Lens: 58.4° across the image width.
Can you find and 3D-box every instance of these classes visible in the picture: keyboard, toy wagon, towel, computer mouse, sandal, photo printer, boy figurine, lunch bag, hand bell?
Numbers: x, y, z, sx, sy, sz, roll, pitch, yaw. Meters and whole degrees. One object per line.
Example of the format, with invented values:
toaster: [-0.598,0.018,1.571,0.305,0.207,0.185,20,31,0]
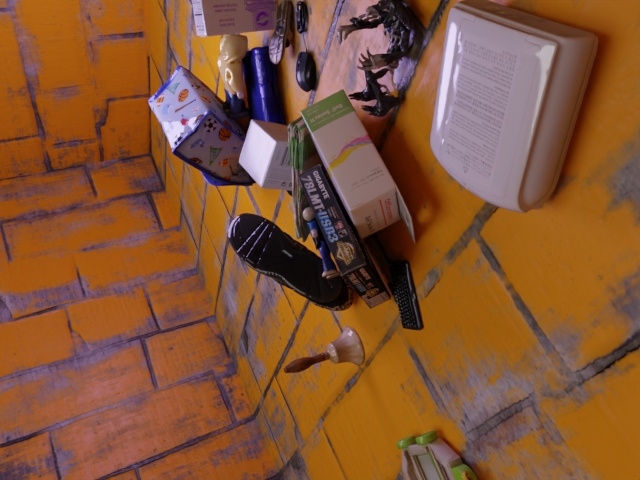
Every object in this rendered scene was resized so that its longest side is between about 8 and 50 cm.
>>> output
keyboard: [0.206,0.138,1.456,0.108,0.023,0.180,-3,100,65]
toy wagon: [0.315,0.619,1.447,0.267,0.068,0.344,67,154,16]
towel: [-0.018,-0.189,1.544,0.038,0.248,0.325,8,120,19]
computer mouse: [-0.053,-0.536,1.596,0.071,0.041,0.242,26,126,60]
sandal: [-0.105,-0.603,1.670,0.072,0.049,0.180,40,124,44]
photo printer: [0.299,-0.213,0.951,0.256,0.107,0.307,47,144,47]
boy figurine: [-0.283,-0.545,1.862,0.285,0.092,0.177,97,153,-45]
lunch bag: [-0.396,-0.384,2.085,0.239,0.385,0.328,-41,55,14]
hand bell: [0.001,0.360,1.755,0.126,0.242,0.126,41,139,50]
towel: [-0.185,-0.477,1.887,0.227,0.076,0.308,-144,44,-64]

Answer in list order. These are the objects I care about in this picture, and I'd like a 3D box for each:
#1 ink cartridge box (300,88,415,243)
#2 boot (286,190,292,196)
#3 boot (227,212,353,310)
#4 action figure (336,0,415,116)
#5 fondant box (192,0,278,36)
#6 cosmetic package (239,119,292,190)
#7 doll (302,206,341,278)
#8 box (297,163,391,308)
ink cartridge box: [0.090,-0.143,1.334,0.353,0.119,0.207,65,-177,21]
boot: [-0.083,-0.180,1.861,0.099,0.045,0.121,111,144,-49]
boot: [-0.072,0.075,1.649,0.377,0.138,0.284,29,174,22]
action figure: [0.118,-0.401,1.195,0.164,0.141,0.275,-113,21,-45]
fondant box: [-0.256,-0.773,1.654,0.096,0.238,0.330,32,132,54]
cosmetic package: [-0.131,-0.258,1.745,0.183,0.151,0.151,47,124,46]
doll: [0.000,0.000,1.447,0.129,0.046,0.189,28,-139,-70]
box: [0.063,-0.001,1.441,0.295,0.073,0.293,65,-175,28]
